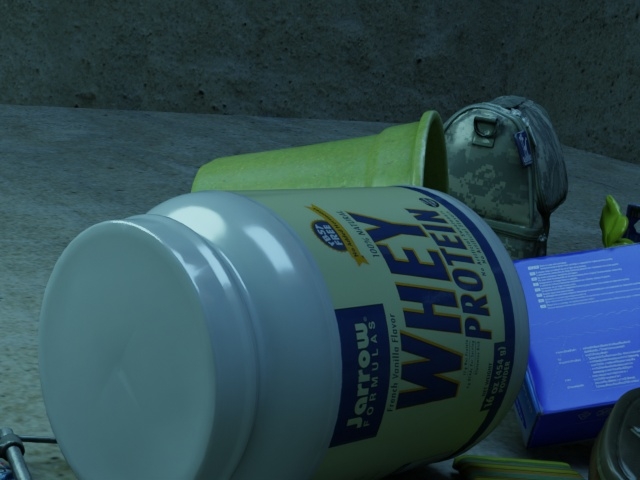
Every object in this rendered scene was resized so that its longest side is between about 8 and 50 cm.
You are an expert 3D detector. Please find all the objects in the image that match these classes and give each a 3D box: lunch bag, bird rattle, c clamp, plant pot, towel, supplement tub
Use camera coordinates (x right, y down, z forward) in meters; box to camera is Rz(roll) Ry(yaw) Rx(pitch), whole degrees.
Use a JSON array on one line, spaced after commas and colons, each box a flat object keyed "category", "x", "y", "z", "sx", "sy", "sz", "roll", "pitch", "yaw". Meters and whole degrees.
[{"category": "lunch bag", "x": 0.246, "y": -0.081, "z": 1.762, "sx": 0.212, "sy": 0.256, "sz": 0.305, "roll": 13, "pitch": 13, "yaw": 15}, {"category": "bird rattle", "x": 0.471, "y": 0.047, "z": 1.685, "sx": 0.207, "sy": 0.143, "sz": 0.253, "roll": 21, "pitch": 7, "yaw": -34}, {"category": "c clamp", "x": -0.224, "y": 0.160, "z": 0.833, "sx": 0.137, "sy": 0.022, "sz": 0.160, "roll": 5, "pitch": 12, "yaw": -19}, {"category": "plant pot", "x": 0.000, "y": 0.000, "z": 1.297, "sx": 0.253, "sy": 0.276, "sz": 0.276, "roll": 1, "pitch": 11, "yaw": 13}, {"category": "towel", "x": 0.171, "y": 0.206, "z": 0.916, "sx": 0.102, "sy": 0.021, "sz": 0.237, "roll": 5, "pitch": 5, "yaw": -5}, {"category": "supplement tub", "x": -0.021, "y": 0.077, "z": 0.920, "sx": 0.235, "sy": 0.235, "sz": 0.325, "roll": 21, "pitch": 17, "yaw": 41}]

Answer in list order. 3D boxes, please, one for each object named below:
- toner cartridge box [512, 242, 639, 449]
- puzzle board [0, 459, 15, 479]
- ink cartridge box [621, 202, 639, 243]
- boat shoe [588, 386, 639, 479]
[{"category": "toner cartridge box", "x": 0.343, "y": 0.083, "z": 1.141, "sx": 0.347, "sy": 0.075, "sz": 0.165, "roll": -7, "pitch": 55, "yaw": -6}, {"category": "puzzle board", "x": -0.261, "y": 0.173, "z": 0.831, "sx": 0.128, "sy": 0.011, "sz": 0.096, "roll": -2, "pitch": 17, "yaw": -44}, {"category": "ink cartridge box", "x": 0.606, "y": 0.029, "z": 1.822, "sx": 0.311, "sy": 0.065, "sz": 0.186, "roll": 15, "pitch": -15, "yaw": 14}, {"category": "boat shoe", "x": 0.265, "y": 0.167, "z": 0.917, "sx": 0.110, "sy": 0.104, "sz": 0.307, "roll": 38, "pitch": 27, "yaw": 18}]
